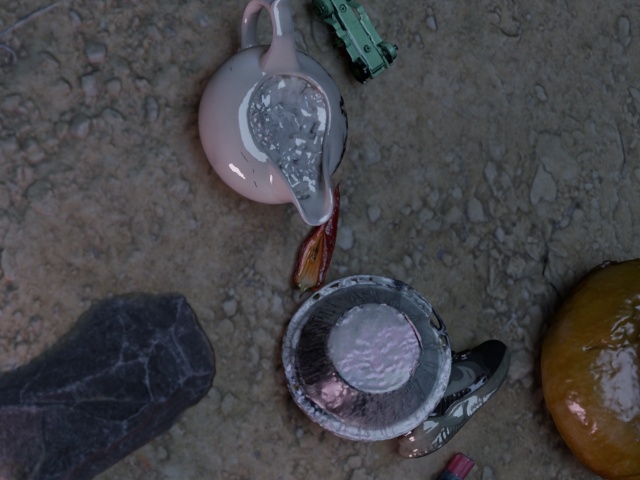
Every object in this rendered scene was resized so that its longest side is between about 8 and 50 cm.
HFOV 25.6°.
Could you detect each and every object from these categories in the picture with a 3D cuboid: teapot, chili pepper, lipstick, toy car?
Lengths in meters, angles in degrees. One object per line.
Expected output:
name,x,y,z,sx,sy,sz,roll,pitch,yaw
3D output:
teapot,-0.061,-0.172,1.855,0.208,0.166,0.300,-13,102,-18
chili pepper,0.000,0.000,1.936,0.027,0.045,0.178,45,57,-62
lipstick,0.147,0.390,1.978,0.234,0.053,0.053,-47,108,-28
toy car,0.044,-0.292,1.978,0.073,0.054,0.143,-39,103,-24

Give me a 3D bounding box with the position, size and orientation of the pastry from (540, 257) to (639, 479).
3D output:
pastry,0.490,0.193,2.123,0.356,0.164,0.356,1,87,-28

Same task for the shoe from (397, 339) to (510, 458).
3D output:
shoe,0.171,0.202,1.984,0.112,0.099,0.227,48,66,-9

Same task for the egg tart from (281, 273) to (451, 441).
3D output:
egg tart,0.065,0.154,1.890,0.234,0.094,0.234,2,74,-7
